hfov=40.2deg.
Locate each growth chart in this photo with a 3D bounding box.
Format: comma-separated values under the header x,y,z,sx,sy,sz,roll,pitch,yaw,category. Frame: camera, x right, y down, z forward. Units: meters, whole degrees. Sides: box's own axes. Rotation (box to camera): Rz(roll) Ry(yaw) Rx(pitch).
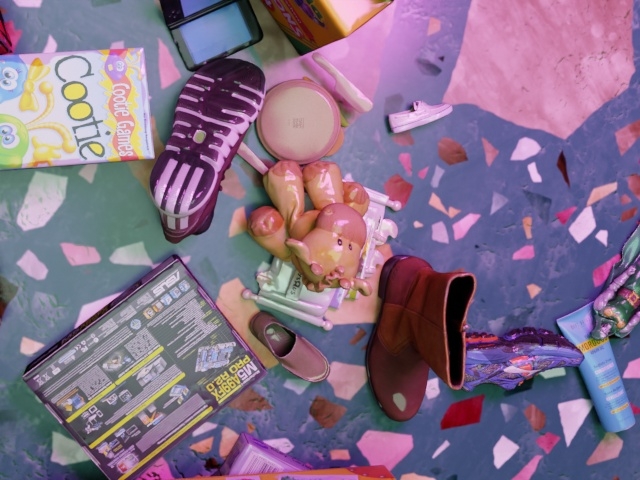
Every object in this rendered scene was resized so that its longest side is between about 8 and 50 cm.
x,y,z,sx,sy,sz,roll,pitch,yaw,category
0.010,0.017,1.305,0.171,0.021,0.237,28,89,-15,growth chart

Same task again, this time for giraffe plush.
x,y,z,sx,sy,sz,roll,pitch,yaw,category
0.000,0.000,1.196,0.181,0.170,0.210,1,99,-15,giraffe plush

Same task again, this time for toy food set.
x,y,z,sx,sy,sz,roll,pitch,yaw,category
-0.030,-0.169,1.271,0.132,0.038,0.192,44,96,-9,toy food set

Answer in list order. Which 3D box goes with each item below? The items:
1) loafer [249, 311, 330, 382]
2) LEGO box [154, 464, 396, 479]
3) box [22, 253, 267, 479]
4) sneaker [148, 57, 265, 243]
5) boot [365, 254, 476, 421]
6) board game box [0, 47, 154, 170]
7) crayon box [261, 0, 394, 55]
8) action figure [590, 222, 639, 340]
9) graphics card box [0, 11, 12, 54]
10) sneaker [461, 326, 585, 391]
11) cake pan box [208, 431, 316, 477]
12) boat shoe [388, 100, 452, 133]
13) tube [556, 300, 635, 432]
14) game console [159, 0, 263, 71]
x,y,z,sx,sy,sz,roll,pitch,yaw,category
-0.044,0.164,1.294,0.148,0.050,0.056,38,87,-14,loafer
-0.133,0.525,1.174,0.499,0.193,0.373,0,97,-12,LEGO box
-0.246,0.185,1.244,0.270,0.060,0.216,-38,104,-6,box
-0.164,-0.116,1.213,0.106,0.163,0.281,22,56,3,sneaker
0.153,0.159,1.221,0.096,0.280,0.264,8,94,-14,boot
-0.362,-0.166,1.131,0.275,0.144,0.142,-6,98,-12,board game box
-0.023,-0.348,1.101,0.081,0.318,0.202,-38,103,-6,crayon box
0.512,0.074,1.408,0.137,0.063,0.232,42,81,-3,action figure
-0.475,-0.403,1.032,0.094,0.233,0.371,-18,101,-12,graphics card box
0.306,0.190,1.375,0.221,0.083,0.087,-1,107,-6,sneaker
-0.074,0.452,1.313,0.266,0.070,0.246,30,87,-15,cake pan box
0.149,-0.192,1.308,0.100,0.035,0.035,-19,103,-4,boat shoe
0.452,0.208,1.423,0.080,0.052,0.207,-23,94,-20,tube
-0.148,-0.308,1.206,0.122,0.107,0.071,-27,74,-10,game console
